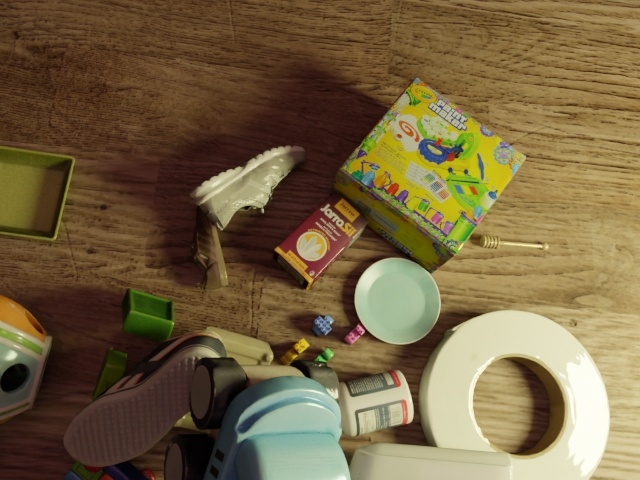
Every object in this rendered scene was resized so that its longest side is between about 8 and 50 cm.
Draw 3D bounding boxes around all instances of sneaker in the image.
[{"bbox_3d":[-0.140,-0.116,1.288,0.281,0.105,0.115,-31,100,-28],"label":"sneaker"},{"bbox_3d":[-0.245,0.011,1.259,0.071,0.066,0.188,-14,76,-10],"label":"sneaker"},{"bbox_3d":[-0.292,0.271,1.050,0.321,0.127,0.126,-32,105,9],"label":"sneaker"}]

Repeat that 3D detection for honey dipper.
[{"bbox_3d":[0.441,0.009,1.364,0.161,0.030,0.030,6,74,-8],"label":"honey dipper"}]

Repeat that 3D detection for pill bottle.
[{"bbox_3d":[0.081,0.325,1.189,0.180,0.108,0.107,-10,76,-10],"label":"pill bottle"}]

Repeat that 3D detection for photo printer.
[{"bbox_3d":[0.192,0.510,1.111,0.308,0.107,0.255,2,84,11],"label":"photo printer"}]

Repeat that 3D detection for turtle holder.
[{"bbox_3d":[-0.617,0.245,1.060,0.228,0.243,0.320,15,63,-20],"label":"turtle holder"}]

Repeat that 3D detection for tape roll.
[{"bbox_3d":[0.395,0.338,1.243,0.393,0.072,0.391,2,74,-6],"label":"tape roll"}]

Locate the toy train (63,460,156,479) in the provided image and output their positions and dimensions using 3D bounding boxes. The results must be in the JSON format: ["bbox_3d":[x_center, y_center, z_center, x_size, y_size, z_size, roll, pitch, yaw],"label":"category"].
[{"bbox_3d":[-0.362,0.489,1.097,0.248,0.105,0.143,39,84,5],"label":"toy train"}]

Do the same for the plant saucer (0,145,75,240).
[{"bbox_3d":[-0.619,-0.094,1.253,0.189,0.045,0.188,8,74,-5],"label":"plant saucer"}]

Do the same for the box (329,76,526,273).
[{"bbox_3d":[0.223,-0.136,1.300,0.290,0.177,0.279,38,74,5],"label":"box"}]

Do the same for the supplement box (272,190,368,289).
[{"bbox_3d":[0.000,0.000,1.284,0.104,0.081,0.188,43,74,6],"label":"supplement box"}]

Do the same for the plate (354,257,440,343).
[{"bbox_3d":[0.164,0.130,1.298,0.188,0.024,0.188,2,74,-7],"label":"plate"}]

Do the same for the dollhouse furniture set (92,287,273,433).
[{"bbox_3d":[-0.267,0.245,1.192,0.302,0.151,0.197,20,93,-19],"label":"dollhouse furniture set"}]

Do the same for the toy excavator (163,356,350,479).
[{"bbox_3d":[-0.061,0.435,0.848,0.223,0.445,0.432,10,106,-31],"label":"toy excavator"}]

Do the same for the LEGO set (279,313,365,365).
[{"bbox_3d":[-0.012,0.219,1.214,0.227,0.093,0.087,-41,83,-15],"label":"LEGO set"}]
